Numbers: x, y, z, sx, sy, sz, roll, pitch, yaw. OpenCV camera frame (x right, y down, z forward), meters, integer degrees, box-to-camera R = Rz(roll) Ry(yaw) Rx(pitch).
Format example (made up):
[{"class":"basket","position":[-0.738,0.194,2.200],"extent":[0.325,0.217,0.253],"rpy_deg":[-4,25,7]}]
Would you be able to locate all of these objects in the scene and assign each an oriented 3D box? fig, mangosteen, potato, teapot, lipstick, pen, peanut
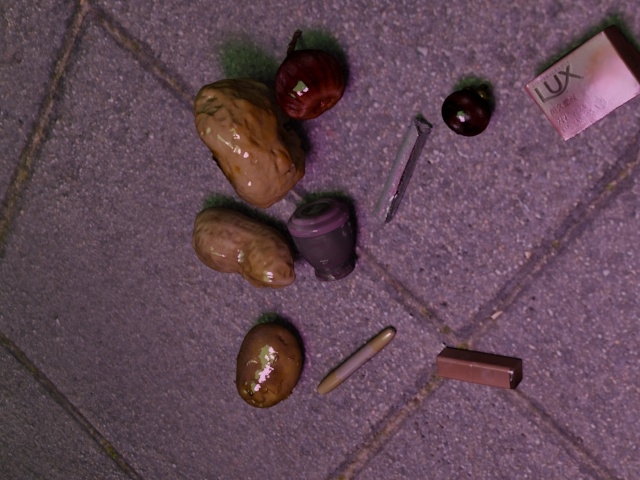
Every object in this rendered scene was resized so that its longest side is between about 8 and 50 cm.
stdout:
[{"class":"fig","position":[-0.020,-0.280,1.554],"extent":[0.128,0.128,0.150],"rpy_deg":[1,105,34]},{"class":"mangosteen","position":[0.231,-0.204,1.444],"extent":[0.081,0.081,0.081],"rpy_deg":[14,118,28]},{"class":"potato","position":[-0.105,0.250,1.849],"extent":[0.137,0.137,0.176],"rpy_deg":[29,103,20]},{"class":"teapot","position":[-0.003,0.005,1.676],"extent":[0.148,0.116,0.146],"rpy_deg":[-3,119,30]},{"class":"lipstick","position":[0.281,0.227,1.625],"extent":[0.145,0.045,0.045],"rpy_deg":[5,116,31]},{"class":"pen","position":[0.070,0.235,1.780],"extent":[0.032,0.040,0.233],"rpy_deg":[49,124,5]},{"class":"peanut","position":[-0.149,0.019,1.764],"extent":[0.253,0.137,0.122],"rpy_deg":[22,123,22]}]

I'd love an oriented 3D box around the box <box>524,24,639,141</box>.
[{"class":"box","position":[0.392,-0.229,1.337],"extent":[0.156,0.060,0.111],"rpy_deg":[-37,87,38]}]

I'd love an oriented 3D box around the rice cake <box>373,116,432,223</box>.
[{"class":"rice cake","position":[0.140,-0.118,1.573],"extent":[0.033,0.033,0.207],"rpy_deg":[39,126,26]}]

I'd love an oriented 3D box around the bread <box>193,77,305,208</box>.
[{"class":"bread","position":[-0.115,-0.180,1.601],"extent":[0.134,0.244,0.244],"rpy_deg":[-23,98,12]}]
